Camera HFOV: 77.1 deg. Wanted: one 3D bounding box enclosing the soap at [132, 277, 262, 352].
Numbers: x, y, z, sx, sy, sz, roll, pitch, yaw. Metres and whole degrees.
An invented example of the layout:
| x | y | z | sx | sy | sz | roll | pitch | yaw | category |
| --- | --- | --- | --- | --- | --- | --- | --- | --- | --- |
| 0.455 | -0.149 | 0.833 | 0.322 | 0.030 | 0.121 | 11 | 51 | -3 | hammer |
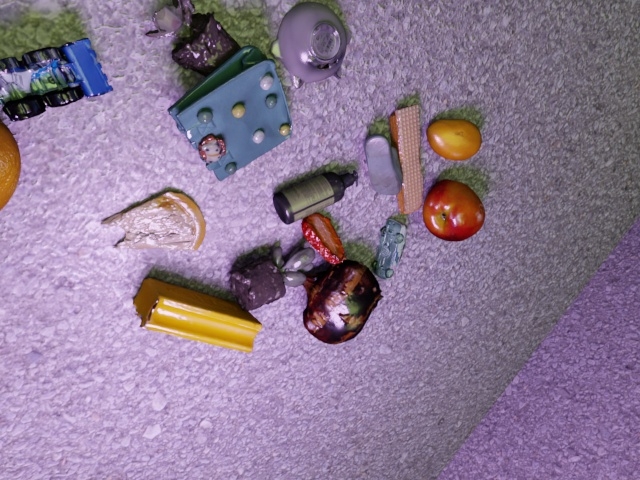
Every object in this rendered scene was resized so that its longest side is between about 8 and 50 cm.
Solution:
| x | y | z | sx | sy | sz | roll | pitch | yaw | category |
| --- | --- | --- | --- | --- | --- | --- | --- | --- | --- |
| -0.348 | 0.209 | 1.139 | 0.325 | 0.204 | 0.096 | 25 | 87 | -35 | soap |

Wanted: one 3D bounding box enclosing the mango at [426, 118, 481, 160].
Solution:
| x | y | z | sx | sy | sz | roll | pitch | yaw | category |
| --- | --- | --- | --- | --- | --- | --- | --- | --- | --- |
| 0.464 | -0.357 | 1.411 | 0.220 | 0.112 | 0.144 | 9 | 107 | -20 | mango |

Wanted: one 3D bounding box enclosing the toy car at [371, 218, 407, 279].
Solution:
| x | y | z | sx | sy | sz | roll | pitch | yaw | category |
| --- | --- | --- | --- | --- | --- | --- | --- | --- | --- |
| 0.259 | 0.035 | 1.470 | 0.076 | 0.090 | 0.224 | 0 | 111 | -35 | toy car |

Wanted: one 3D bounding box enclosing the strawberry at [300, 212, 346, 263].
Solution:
| x | y | z | sx | sy | sz | roll | pitch | yaw | category |
| --- | --- | --- | --- | --- | --- | --- | --- | --- | --- |
| 0.000 | 0.000 | 1.271 | 0.082 | 0.188 | 0.121 | -36 | 169 | 36 | strawberry |

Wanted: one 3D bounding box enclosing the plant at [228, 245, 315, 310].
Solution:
| x | y | z | sx | sy | sz | roll | pitch | yaw | category |
| --- | --- | --- | --- | --- | --- | --- | --- | --- | --- |
| -0.141 | 0.105 | 1.246 | 0.275 | 0.146 | 0.149 | -27 | 91 | -33 | plant |

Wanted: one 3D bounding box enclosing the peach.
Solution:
| x | y | z | sx | sy | sz | roll | pitch | yaw | category |
| --- | --- | --- | --- | --- | --- | --- | --- | --- | --- |
| 0.483 | -0.110 | 1.471 | 0.244 | 0.200 | 0.243 | 20 | 58 | -36 | peach |

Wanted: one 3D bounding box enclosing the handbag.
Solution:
| x | y | z | sx | sy | sz | roll | pitch | yaw | category |
| --- | --- | --- | --- | --- | --- | --- | --- | --- | --- |
| -0.198 | -0.296 | 0.997 | 0.274 | 0.100 | 0.268 | -40 | 157 | -11 | handbag |

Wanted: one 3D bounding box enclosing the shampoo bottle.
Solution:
| x | y | z | sx | sy | sz | roll | pitch | yaw | category |
| --- | --- | --- | --- | --- | --- | --- | --- | --- | --- |
| -0.003 | -0.147 | 1.238 | 0.284 | 0.101 | 0.101 | -26 | 121 | -17 | shampoo bottle |

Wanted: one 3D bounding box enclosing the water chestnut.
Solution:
| x | y | z | sx | sy | sz | roll | pitch | yaw | category |
| --- | --- | --- | --- | --- | --- | --- | --- | --- | --- |
| 0.046 | 0.183 | 1.334 | 0.300 | 0.300 | 0.299 | -11 | 116 | -25 | water chestnut |

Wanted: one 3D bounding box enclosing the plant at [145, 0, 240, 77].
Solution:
| x | y | z | sx | sy | sz | roll | pitch | yaw | category |
| --- | --- | --- | --- | --- | --- | --- | --- | --- | --- |
| -0.285 | -0.463 | 0.928 | 0.203 | 0.131 | 0.142 | 22 | 102 | -33 | plant |

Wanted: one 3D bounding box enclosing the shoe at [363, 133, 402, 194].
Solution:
| x | y | z | sx | sy | sz | roll | pitch | yaw | category |
| --- | --- | --- | --- | --- | --- | --- | --- | --- | --- |
| 0.209 | -0.258 | 1.323 | 0.251 | 0.103 | 0.100 | 63 | 32 | -45 | shoe |

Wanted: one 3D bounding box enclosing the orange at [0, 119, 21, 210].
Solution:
| x | y | z | sx | sy | sz | roll | pitch | yaw | category |
| --- | --- | --- | --- | --- | --- | --- | --- | --- | --- |
| -0.716 | -0.146 | 0.744 | 0.275 | 0.274 | 0.274 | -11 | 116 | -25 | orange |

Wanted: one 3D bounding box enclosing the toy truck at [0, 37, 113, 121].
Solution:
| x | y | z | sx | sy | sz | roll | pitch | yaw | category |
| --- | --- | --- | --- | --- | --- | --- | --- | --- | --- |
| -0.562 | -0.333 | 0.834 | 0.208 | 0.126 | 0.113 | -27 | 121 | -21 | toy truck |

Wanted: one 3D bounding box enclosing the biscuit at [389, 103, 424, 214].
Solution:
| x | y | z | sx | sy | sz | roll | pitch | yaw | category |
| --- | --- | --- | --- | --- | --- | --- | --- | --- | --- |
| 0.299 | -0.269 | 1.382 | 0.094 | 0.054 | 0.378 | -22 | 120 | -18 | biscuit |

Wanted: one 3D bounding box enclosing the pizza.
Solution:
| x | y | z | sx | sy | sz | roll | pitch | yaw | category |
| --- | --- | --- | --- | --- | --- | --- | --- | --- | --- |
| -0.441 | -0.044 | 1.078 | 0.262 | 0.034 | 0.181 | -6 | 114 | -27 | pizza |

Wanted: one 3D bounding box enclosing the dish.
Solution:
| x | y | z | sx | sy | sz | roll | pitch | yaw | category |
| --- | --- | --- | --- | --- | --- | --- | --- | --- | --- |
| 0.001 | -0.524 | 1.089 | 0.236 | 0.086 | 0.227 | -41 | 124 | -7 | dish |
